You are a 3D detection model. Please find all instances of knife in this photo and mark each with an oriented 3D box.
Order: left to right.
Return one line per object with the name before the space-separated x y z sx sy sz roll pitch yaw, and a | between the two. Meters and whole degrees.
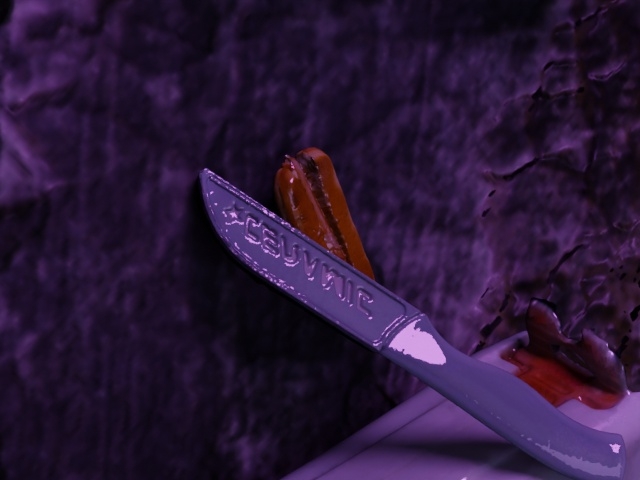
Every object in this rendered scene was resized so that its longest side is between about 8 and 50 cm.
knife | 0.034 0.039 0.660 0.210 0.015 0.028 33 86 -4

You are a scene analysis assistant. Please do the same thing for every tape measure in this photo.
tape measure | 0.047 0.188 0.721 0.243 0.125 0.246 -28 120 -22

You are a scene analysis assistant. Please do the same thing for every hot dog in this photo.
hot dog | 0.000 0.000 0.687 0.037 0.021 0.083 -41 124 -40
